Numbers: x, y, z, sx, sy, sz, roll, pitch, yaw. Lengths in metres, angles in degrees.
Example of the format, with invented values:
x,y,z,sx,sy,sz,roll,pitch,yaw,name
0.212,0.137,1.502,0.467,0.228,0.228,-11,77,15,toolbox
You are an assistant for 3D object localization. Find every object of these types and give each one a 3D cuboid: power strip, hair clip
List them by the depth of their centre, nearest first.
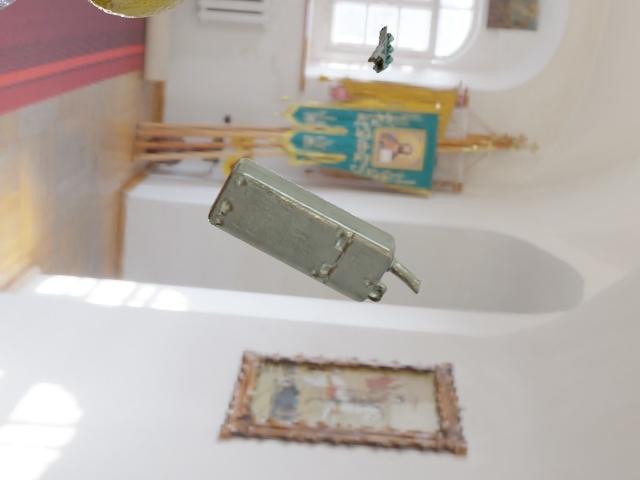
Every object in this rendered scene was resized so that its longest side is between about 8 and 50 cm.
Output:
x,y,z,sx,sy,sz,roll,pitch,yaw,name
0.000,0.000,1.194,0.093,0.288,0.053,-57,-170,26,power strip
0.116,-0.360,1.769,0.173,0.049,0.049,-74,169,-53,hair clip

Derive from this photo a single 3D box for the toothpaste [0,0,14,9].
x,y,z,sx,sy,sz,roll,pitch,yaw,name
-0.453,-0.385,1.115,0.234,0.089,0.057,64,37,-28,toothpaste

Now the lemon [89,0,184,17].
x,y,z,sx,sy,sz,roll,pitch,yaw,name
-0.268,-0.422,1.344,0.192,0.231,0.192,39,-43,49,lemon
